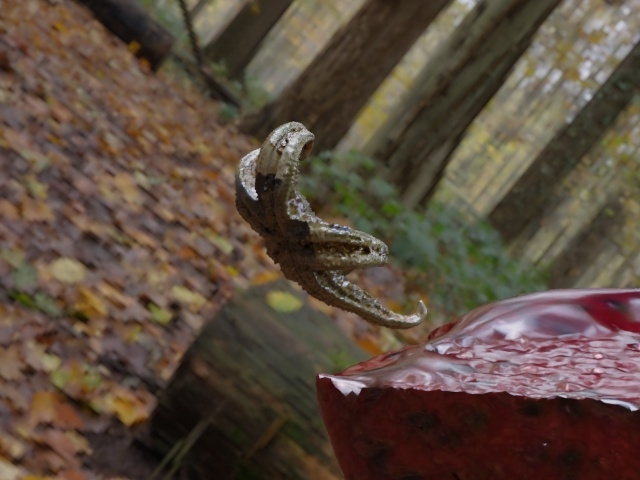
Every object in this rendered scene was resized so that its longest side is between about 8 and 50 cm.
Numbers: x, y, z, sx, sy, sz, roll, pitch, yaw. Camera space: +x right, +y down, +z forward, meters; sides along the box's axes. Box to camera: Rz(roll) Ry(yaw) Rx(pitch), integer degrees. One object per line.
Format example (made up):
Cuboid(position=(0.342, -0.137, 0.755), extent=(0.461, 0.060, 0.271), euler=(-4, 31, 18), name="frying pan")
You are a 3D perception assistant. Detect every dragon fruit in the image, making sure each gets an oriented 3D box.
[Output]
Cuboid(position=(0.217, 0.115, 0.732), extent=(0.240, 0.330, 0.302), euler=(-34, -93, 51), name="dragon fruit")

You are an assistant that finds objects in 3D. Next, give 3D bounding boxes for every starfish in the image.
Cuboid(position=(0.002, 0.000, 1.022), extent=(0.190, 0.074, 0.146), euler=(53, -19, 3), name="starfish")
